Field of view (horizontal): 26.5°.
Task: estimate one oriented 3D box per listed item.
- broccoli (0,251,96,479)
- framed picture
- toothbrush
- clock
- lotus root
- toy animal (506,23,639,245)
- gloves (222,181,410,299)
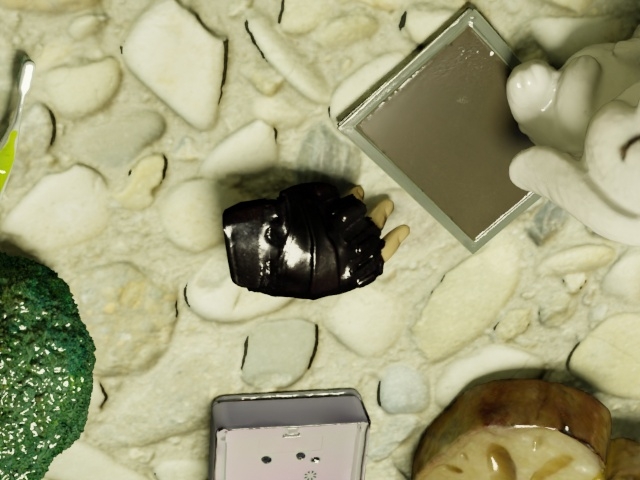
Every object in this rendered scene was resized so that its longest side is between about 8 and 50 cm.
[{"bbox_3d":[-0.384,0.147,1.441,0.297,0.297,0.298,-3,125,15],"label":"broccoli"},{"bbox_3d":[0.169,-0.118,1.529,0.197,0.014,0.252,-41,121,13],"label":"framed picture"},{"bbox_3d":[-0.335,-0.075,1.436,0.022,0.026,0.263,5,121,-26],"label":"toothbrush"},{"bbox_3d":[-0.040,0.265,1.689,0.193,0.073,0.145,-1,122,-12],"label":"clock"},{"bbox_3d":[0.281,0.362,1.755,0.375,0.111,0.390,-37,109,25],"label":"lotus root"},{"bbox_3d":[0.348,-0.101,1.422,0.271,0.265,0.206,-22,124,-7],"label":"toy animal"},{"bbox_3d":[0.000,0.000,1.515,0.203,0.124,0.164,-6,141,0],"label":"gloves"}]
